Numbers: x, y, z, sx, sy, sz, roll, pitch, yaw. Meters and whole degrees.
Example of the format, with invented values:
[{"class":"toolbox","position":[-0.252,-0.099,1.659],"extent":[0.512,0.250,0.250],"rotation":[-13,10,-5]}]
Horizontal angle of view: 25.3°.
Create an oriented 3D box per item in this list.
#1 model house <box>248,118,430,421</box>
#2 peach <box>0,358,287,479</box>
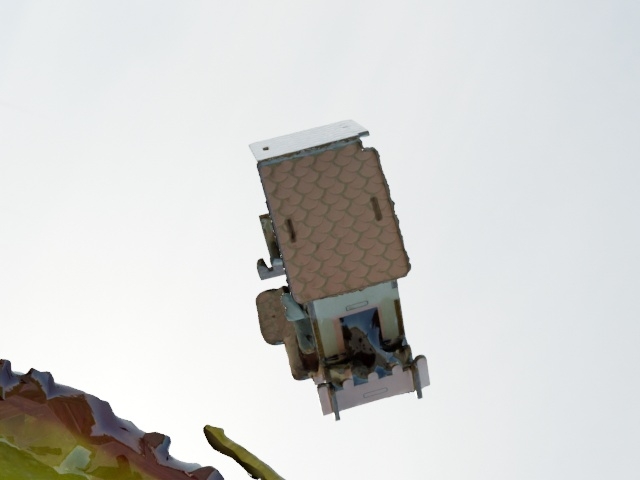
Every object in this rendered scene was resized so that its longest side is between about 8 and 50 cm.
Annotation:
[{"class":"model house","position":[0.000,0.000,1.572],"extent":[0.326,0.169,0.244],"rotation":[-105,-175,-46]},{"class":"peach","position":[-0.167,0.269,0.817],"extent":[0.406,0.335,0.310],"rotation":[30,-64,26]}]
